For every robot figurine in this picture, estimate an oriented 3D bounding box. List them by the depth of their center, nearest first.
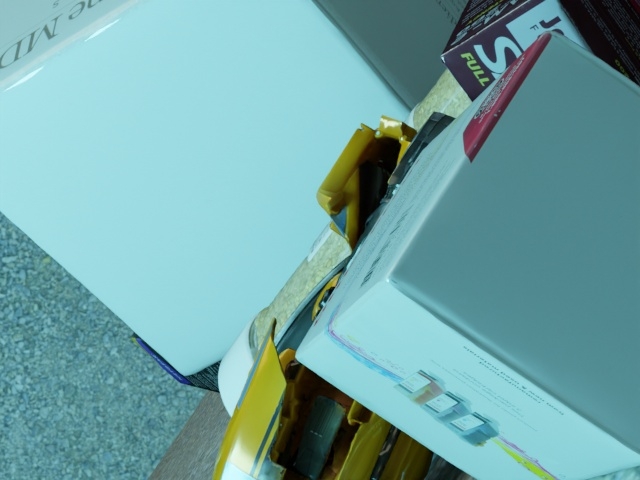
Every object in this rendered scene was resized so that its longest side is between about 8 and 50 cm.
[{"bbox_3d":[0.023,0.060,0.985,0.291,0.085,0.211,-67,-21,0],"label":"robot figurine"}]

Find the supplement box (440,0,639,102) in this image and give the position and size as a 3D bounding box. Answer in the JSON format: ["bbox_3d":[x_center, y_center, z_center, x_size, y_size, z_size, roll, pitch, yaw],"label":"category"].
[{"bbox_3d":[0.148,-0.108,1.023,0.073,0.130,0.239,-32,13,25],"label":"supplement box"}]

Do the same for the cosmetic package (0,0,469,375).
[{"bbox_3d":[-0.071,-0.173,1.550,0.329,0.327,0.394,-28,36,24],"label":"cosmetic package"}]

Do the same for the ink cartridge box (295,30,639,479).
[{"bbox_3d":[0.087,0.019,0.788,0.128,0.127,0.176,-57,4,-17],"label":"ink cartridge box"}]

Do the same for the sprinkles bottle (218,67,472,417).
[{"bbox_3d":[0.064,0.004,1.269,0.355,0.121,0.121,-53,4,31],"label":"sprinkles bottle"}]

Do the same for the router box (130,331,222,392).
[{"bbox_3d":[0.000,0.000,1.658,0.243,0.081,0.309,5,56,52],"label":"router box"}]

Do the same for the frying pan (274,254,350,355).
[{"bbox_3d":[-0.003,0.132,1.154,0.197,0.053,0.326,8,-65,-58],"label":"frying pan"}]
